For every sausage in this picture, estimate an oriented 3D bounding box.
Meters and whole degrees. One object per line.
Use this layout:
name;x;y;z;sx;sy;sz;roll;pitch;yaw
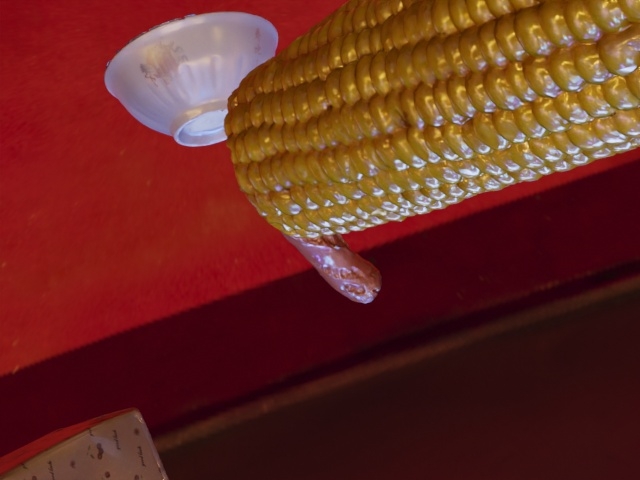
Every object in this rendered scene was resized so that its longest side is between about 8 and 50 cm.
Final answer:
sausage;0.000;0.000;1.032;0.036;0.042;0.158;-19;132;27

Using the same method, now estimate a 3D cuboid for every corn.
corn;0.082;-0.090;0.680;0.144;0.387;0.144;17;63;-37

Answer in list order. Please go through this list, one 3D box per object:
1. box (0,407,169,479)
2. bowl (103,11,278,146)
box;-0.349;0.380;1.617;0.190;0.297;0.225;-21;92;39
bowl;-0.123;-0.152;1.301;0.189;0.189;0.086;-18;72;-2
